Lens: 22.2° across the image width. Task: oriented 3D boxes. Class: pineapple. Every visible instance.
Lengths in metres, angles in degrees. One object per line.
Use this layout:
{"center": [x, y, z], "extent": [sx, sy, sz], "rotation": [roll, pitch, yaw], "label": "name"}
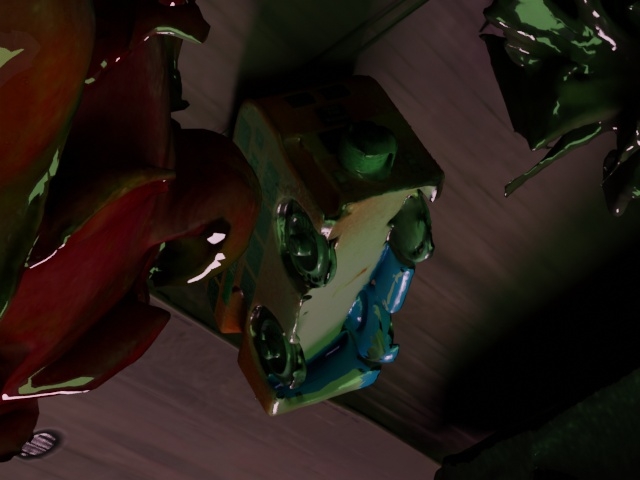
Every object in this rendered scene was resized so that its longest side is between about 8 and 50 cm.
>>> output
{"center": [0.218, -0.072, 0.797], "extent": [0.341, 0.169, 0.169], "rotation": [6, 135, -32], "label": "pineapple"}

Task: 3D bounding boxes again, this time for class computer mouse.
{"center": [0.241, 0.110, 1.018], "extent": [0.374, 0.114, 0.203], "rotation": [-32, 172, 28], "label": "computer mouse"}

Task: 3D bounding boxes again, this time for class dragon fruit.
{"center": [-0.130, -0.045, 0.500], "extent": [0.228, 0.243, 0.307], "rotation": [-24, -170, -19], "label": "dragon fruit"}

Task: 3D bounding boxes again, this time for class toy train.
{"center": [0.000, 0.000, 0.793], "extent": [0.072, 0.099, 0.188], "rotation": [-13, 143, -23], "label": "toy train"}
